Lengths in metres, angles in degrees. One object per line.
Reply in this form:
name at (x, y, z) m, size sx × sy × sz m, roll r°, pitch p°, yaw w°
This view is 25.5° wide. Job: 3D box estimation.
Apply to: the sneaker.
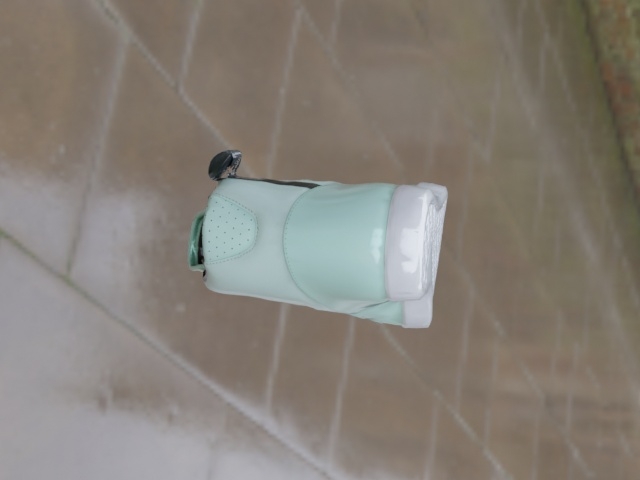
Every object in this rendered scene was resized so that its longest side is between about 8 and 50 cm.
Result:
sneaker at (0.000, -0.001, 0.892) m, size 0.256 × 0.151 × 0.094 m, roll 41°, pitch 55°, yaw -80°
